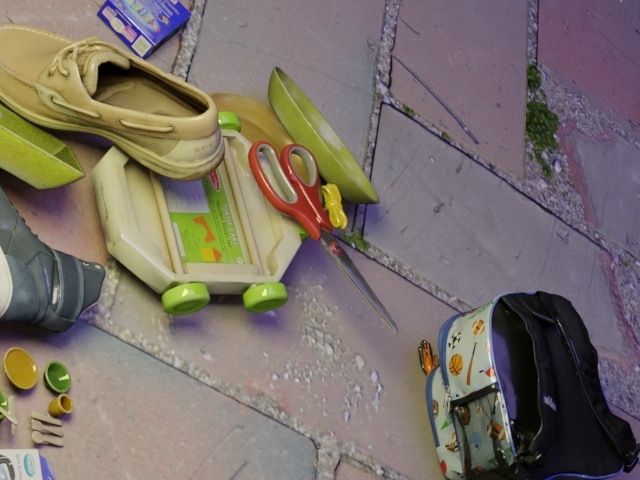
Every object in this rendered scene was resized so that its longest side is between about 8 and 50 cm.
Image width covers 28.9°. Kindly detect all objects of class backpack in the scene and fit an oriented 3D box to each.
[{"bbox_3d":[0.272,0.206,1.686,0.276,0.213,0.263,10,69,-45],"label":"backpack"}]

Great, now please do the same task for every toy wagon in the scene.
[{"bbox_3d":[-0.118,-0.036,1.570,0.344,0.068,0.267,2,63,-39],"label":"toy wagon"}]

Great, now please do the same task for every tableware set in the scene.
[{"bbox_3d":[-0.317,0.153,1.301,0.154,0.024,0.104,30,41,-47],"label":"tableware set"}]

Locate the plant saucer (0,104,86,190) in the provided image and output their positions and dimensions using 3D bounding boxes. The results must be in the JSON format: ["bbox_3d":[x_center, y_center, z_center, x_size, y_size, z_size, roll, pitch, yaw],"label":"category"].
[{"bbox_3d":[-0.366,-0.120,1.410,0.188,0.045,0.188,32,4,-22],"label":"plant saucer"}]

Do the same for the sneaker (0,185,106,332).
[{"bbox_3d":[-0.331,0.005,1.385,0.163,0.086,0.226,15,44,-46],"label":"sneaker"}]

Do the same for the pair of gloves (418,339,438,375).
[{"bbox_3d":[0.172,0.178,1.768,0.083,0.010,0.074,12,57,-38],"label":"pair of gloves"}]

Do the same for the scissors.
[{"bbox_3d":[0.000,0.000,1.586,0.109,0.021,0.297,-14,74,-47],"label":"scissors"}]

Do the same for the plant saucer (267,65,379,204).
[{"bbox_3d":[-0.003,-0.139,1.748,0.241,0.037,0.241,52,9,-11],"label":"plant saucer"}]

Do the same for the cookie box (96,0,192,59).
[{"bbox_3d":[-0.243,-0.313,1.722,0.092,0.040,0.107,45,41,-7],"label":"cookie box"}]

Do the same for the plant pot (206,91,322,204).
[{"bbox_3d":[-0.100,-0.097,1.703,0.236,0.032,0.236,23,48,-28],"label":"plant pot"}]

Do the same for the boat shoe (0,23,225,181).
[{"bbox_3d":[-0.263,-0.190,1.468,0.341,0.110,0.121,23,56,13],"label":"boat shoe"}]

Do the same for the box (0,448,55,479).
[{"bbox_3d":[-0.330,0.251,1.247,0.136,0.028,0.081,10,56,-41],"label":"box"}]
